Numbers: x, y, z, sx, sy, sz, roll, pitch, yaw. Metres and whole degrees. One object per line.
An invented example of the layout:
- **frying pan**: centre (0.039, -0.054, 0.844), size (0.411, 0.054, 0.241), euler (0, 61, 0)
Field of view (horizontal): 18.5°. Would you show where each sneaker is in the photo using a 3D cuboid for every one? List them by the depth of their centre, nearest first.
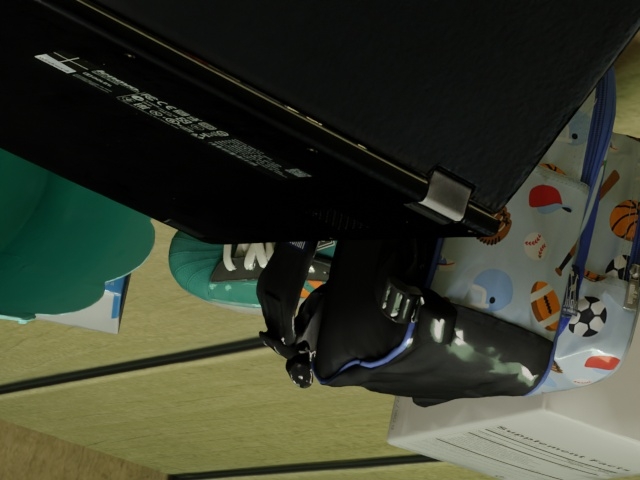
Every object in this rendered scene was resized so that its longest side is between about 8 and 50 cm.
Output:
- **sneaker**: centre (0.000, 0.000, 1.737), size (0.302, 0.108, 0.121), euler (0, 159, 15)

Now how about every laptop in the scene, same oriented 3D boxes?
- **laptop**: centre (-0.048, -0.172, 1.026), size (0.382, 0.236, 0.408), euler (26, 162, -36)

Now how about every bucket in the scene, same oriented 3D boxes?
- **bucket**: centre (-0.251, -0.082, 1.383), size (0.281, 0.281, 0.183), euler (25, 164, -34)

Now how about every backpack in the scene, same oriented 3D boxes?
- **backpack**: centre (0.107, -0.023, 1.307), size (0.213, 0.263, 0.276), euler (13, 168, -20)

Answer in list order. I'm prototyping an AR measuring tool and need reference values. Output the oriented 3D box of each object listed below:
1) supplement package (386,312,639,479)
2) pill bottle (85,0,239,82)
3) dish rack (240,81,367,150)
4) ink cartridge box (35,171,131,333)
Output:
- **supplement package**: centre (0.215, 0.114, 1.802), size (0.175, 0.177, 0.293), euler (20, 161, -21)
- **pill bottle**: centre (-0.205, -0.175, 1.189), size (0.318, 0.176, 0.176), euler (20, 162, -23)
- **dish rack**: centre (0.057, -0.067, 1.531), size (0.271, 0.074, 0.208), euler (12, 164, -4)
- **ink cartridge box**: centre (-0.183, -0.035, 1.596), size (0.082, 0.190, 0.139), euler (13, 163, -3)
